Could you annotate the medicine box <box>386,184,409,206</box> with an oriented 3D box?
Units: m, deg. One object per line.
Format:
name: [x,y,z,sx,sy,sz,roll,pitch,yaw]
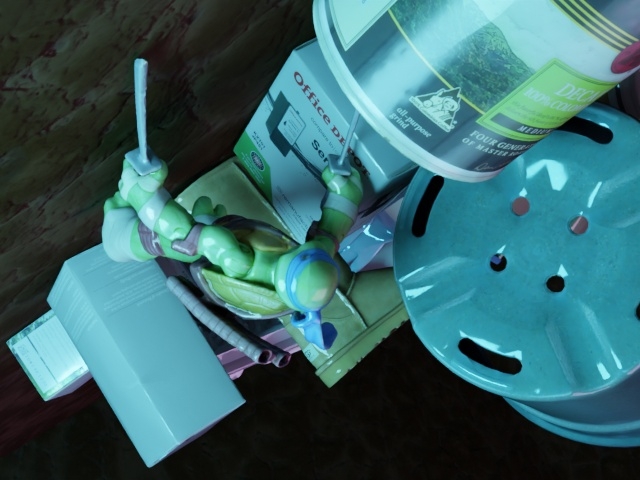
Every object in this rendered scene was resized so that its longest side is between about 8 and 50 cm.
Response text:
medicine box: [0.154,-0.187,0.970,0.263,0.149,0.289,-33,174,-24]

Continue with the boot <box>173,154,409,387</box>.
boot: [0.000,0.000,1.042,0.236,0.269,0.089,-36,173,-34]

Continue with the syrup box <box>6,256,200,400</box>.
syrup box: [-0.271,0.099,1.172,0.237,0.093,0.096,-35,175,2]

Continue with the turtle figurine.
turtle figurine: [-0.073,-0.045,0.780,0.198,0.274,0.266,-34,-160,-31]

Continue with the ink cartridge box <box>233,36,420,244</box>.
ink cartridge box: [0.013,-0.094,0.896,0.087,0.153,0.208,-33,173,-29]

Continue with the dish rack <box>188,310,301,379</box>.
dish rack: [-0.108,0.099,1.300,0.286,0.072,0.333,-20,-160,-21]

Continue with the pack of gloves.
pack of gloves: [0.038,-0.069,1.192,0.232,0.195,0.046,-38,-163,30]

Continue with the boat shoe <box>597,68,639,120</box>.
boat shoe: [0.500,-0.248,1.104,0.500,0.186,0.156,-24,-165,-23]

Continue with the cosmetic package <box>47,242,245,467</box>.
cosmetic package: [-0.201,0.123,1.024,0.107,0.238,0.127,-31,175,-35]

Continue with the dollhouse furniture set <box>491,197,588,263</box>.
dollhouse furniture set: [0.324,-0.127,1.528,0.303,0.198,0.286,24,108,-43]

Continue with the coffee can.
coffee can: [0.155,-0.194,0.603,0.275,0.201,0.201,-39,174,40]

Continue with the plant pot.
plant pot: [0.248,0.029,0.869,0.341,0.341,0.334,-37,156,16]

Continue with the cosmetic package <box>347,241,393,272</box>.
cosmetic package: [0.100,-0.071,1.356,0.156,0.217,0.385,-32,172,-36]
